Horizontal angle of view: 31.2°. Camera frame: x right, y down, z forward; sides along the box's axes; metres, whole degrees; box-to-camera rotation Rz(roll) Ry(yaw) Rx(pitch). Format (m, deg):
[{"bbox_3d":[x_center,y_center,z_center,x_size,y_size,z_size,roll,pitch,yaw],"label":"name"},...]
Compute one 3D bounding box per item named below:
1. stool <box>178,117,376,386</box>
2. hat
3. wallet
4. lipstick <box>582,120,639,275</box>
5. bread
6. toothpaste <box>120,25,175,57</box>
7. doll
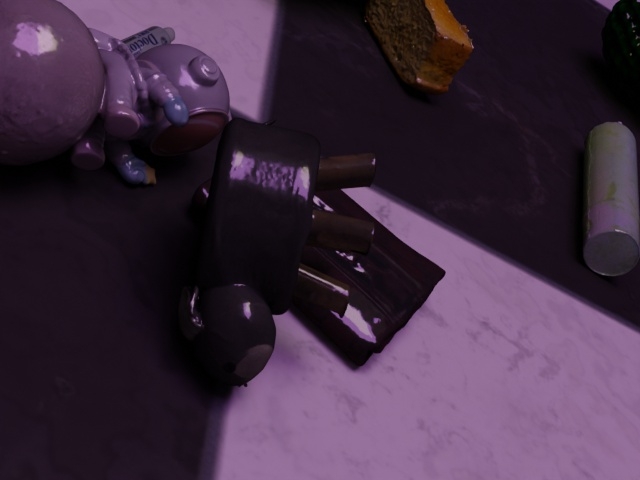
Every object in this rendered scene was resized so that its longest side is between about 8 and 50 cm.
[{"bbox_3d":[-0.037,0.008,0.957,0.139,0.228,0.153,12,-3,-6],"label":"stool"},{"bbox_3d":[0.616,-0.255,1.846,0.274,0.242,0.332,3,59,-25],"label":"hat"},{"bbox_3d":[0.000,0.000,1.098,0.229,0.049,0.182,41,36,6],"label":"wallet"},{"bbox_3d":[0.386,-0.063,1.520,0.076,0.076,0.304,33,33,-9],"label":"lipstick"},{"bbox_3d":[0.124,-0.279,1.502,0.065,0.103,0.187,7,49,-36],"label":"bread"},{"bbox_3d":[-0.199,-0.179,1.139,0.048,0.029,0.197,40,36,4],"label":"toothpaste"},{"bbox_3d":[-0.192,-0.131,0.993,0.287,0.151,0.151,1,48,-48],"label":"doll"}]
